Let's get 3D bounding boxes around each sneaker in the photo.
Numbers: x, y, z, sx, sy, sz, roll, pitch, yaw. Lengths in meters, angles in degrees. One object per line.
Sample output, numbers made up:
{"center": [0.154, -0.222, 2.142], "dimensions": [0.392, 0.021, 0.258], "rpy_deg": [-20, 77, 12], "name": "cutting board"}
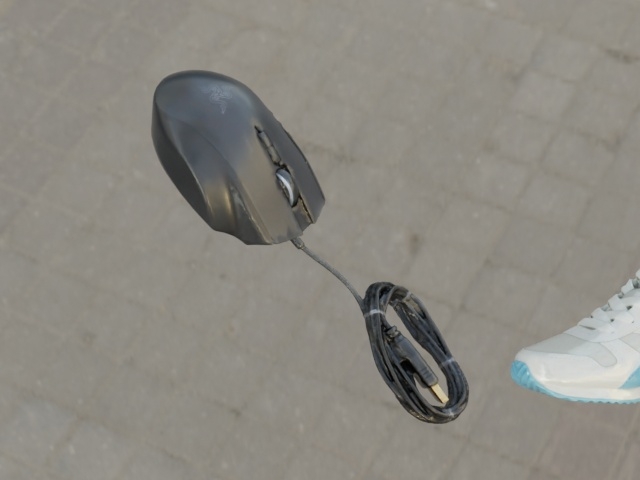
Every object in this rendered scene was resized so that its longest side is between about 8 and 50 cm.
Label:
{"center": [0.243, 0.064, 1.007], "dimensions": [0.229, 0.092, 0.087], "rpy_deg": [-11, 10, -21], "name": "sneaker"}

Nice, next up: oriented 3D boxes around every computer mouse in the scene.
{"center": [0.000, 0.000, 0.725], "dimensions": [0.242, 0.041, 0.071], "rpy_deg": [47, 44, -3], "name": "computer mouse"}
